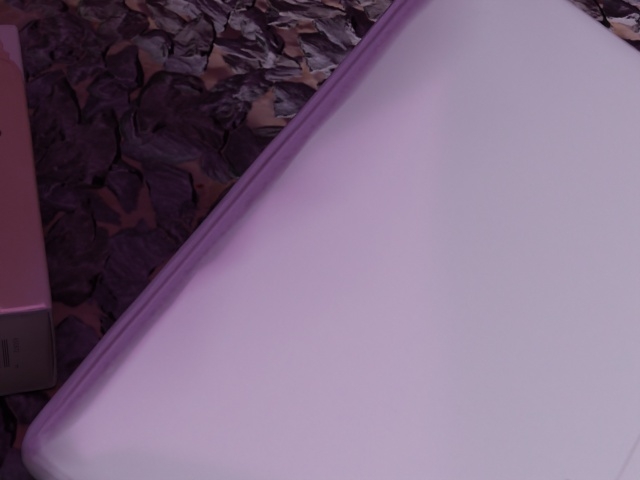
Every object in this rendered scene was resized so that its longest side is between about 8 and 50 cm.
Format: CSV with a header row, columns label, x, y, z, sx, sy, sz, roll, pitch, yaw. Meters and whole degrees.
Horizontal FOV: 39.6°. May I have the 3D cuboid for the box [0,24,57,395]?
label,x,y,z,sx,sy,sz,roll,pitch,yaw
box,-0.306,-0.031,0.731,0.148,0.121,0.311,-7,55,-20

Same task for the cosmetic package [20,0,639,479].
label,x,y,z,sx,sy,sz,roll,pitch,yaw
cosmetic package,0.102,0.126,0.507,0.393,0.329,0.327,37,68,2
